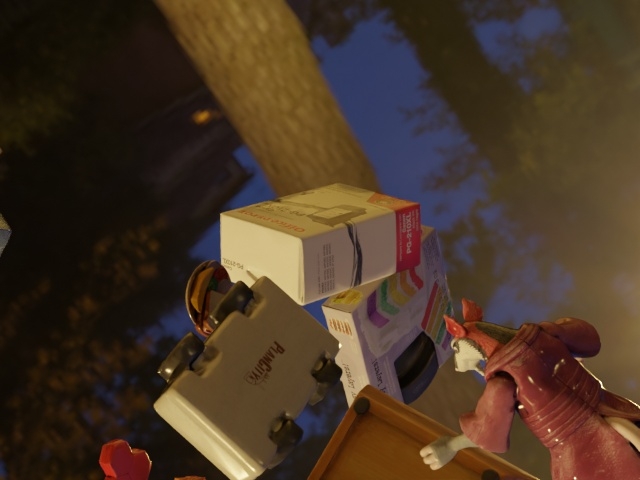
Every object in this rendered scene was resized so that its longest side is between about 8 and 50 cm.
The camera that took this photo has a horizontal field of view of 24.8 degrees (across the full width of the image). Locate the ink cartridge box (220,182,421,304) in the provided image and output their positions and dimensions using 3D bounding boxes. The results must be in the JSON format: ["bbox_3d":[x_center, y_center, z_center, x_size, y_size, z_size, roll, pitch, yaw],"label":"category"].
[{"bbox_3d":[0.000,0.000,2.046,0.237,0.100,0.172,-17,-157,-41],"label":"ink cartridge box"}]

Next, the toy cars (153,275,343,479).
[{"bbox_3d":[-0.031,0.179,0.926,0.087,0.176,0.394,-47,-137,26],"label":"toy cars"}]

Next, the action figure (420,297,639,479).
[{"bbox_3d":[0.288,0.208,1.714,0.248,0.370,0.276,-49,-177,-19],"label":"action figure"}]

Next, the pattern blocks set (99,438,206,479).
[{"bbox_3d":[-0.198,0.411,1.750,0.026,0.325,0.285,2,-117,31],"label":"pattern blocks set"}]

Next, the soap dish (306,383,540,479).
[{"bbox_3d":[0.117,0.352,1.981,0.291,0.118,0.229,27,-100,26],"label":"soap dish"}]

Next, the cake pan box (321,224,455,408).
[{"bbox_3d":[0.120,0.144,2.375,0.070,0.267,0.246,16,-137,38],"label":"cake pan box"}]

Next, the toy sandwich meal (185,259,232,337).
[{"bbox_3d":[-0.115,0.063,1.576,0.029,0.085,0.085,2,-142,36],"label":"toy sandwich meal"}]

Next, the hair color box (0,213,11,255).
[{"bbox_3d":[-0.445,-0.037,1.434,0.374,0.113,0.185,47,-64,45],"label":"hair color box"}]
